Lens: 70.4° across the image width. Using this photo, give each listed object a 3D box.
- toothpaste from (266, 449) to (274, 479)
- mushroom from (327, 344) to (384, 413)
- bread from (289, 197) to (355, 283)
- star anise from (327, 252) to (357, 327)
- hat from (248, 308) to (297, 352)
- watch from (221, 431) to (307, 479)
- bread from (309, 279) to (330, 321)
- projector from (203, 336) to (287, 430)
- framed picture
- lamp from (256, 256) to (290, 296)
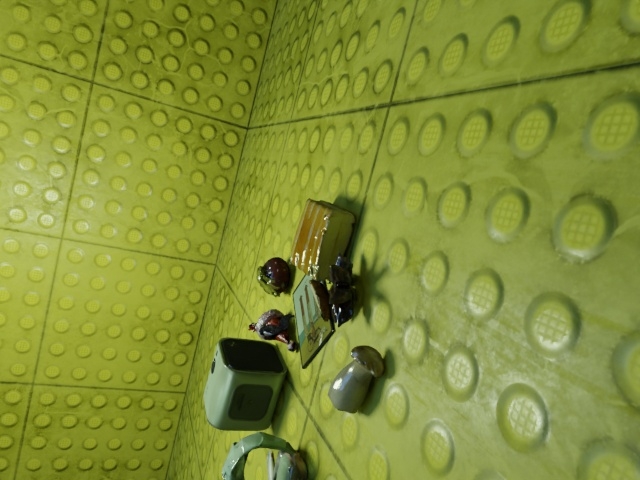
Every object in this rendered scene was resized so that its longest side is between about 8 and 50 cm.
[{"bbox_3d":[-0.170,0.833,1.596,0.190,0.031,0.048,-116,40,-60],"label":"toothpaste"},{"bbox_3d":[0.087,0.362,1.159,0.213,0.088,0.097,-58,39,26],"label":"mushroom"},{"bbox_3d":[0.000,0.000,1.494,0.239,0.111,0.246,35,109,65],"label":"bread"},{"bbox_3d":[0.063,0.145,1.308,0.262,0.081,0.230,83,-176,-59],"label":"star anise"},{"bbox_3d":[-0.162,0.352,1.707,0.227,0.140,0.129,33,120,52],"label":"hat"},{"bbox_3d":[-0.179,0.729,1.395,0.161,0.241,0.254,1,80,65],"label":"watch"},{"bbox_3d":[0.002,0.183,1.437,0.129,0.044,0.126,-131,24,-66],"label":"bread"},{"bbox_3d":[-0.290,0.542,1.728,0.248,0.248,0.249,43,118,63],"label":"projector"},{"bbox_3d":[-0.032,0.244,1.583,0.244,0.013,0.324,-57,31,38],"label":"framed picture"},{"bbox_3d":[-0.197,0.143,1.850,0.157,0.134,0.157,-168,90,-69],"label":"lamp"}]
